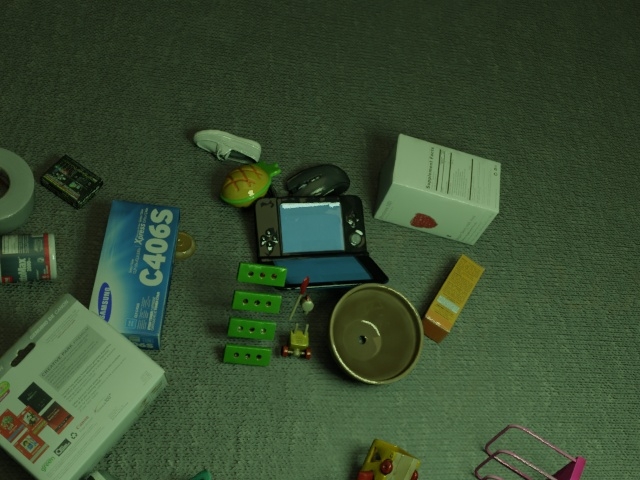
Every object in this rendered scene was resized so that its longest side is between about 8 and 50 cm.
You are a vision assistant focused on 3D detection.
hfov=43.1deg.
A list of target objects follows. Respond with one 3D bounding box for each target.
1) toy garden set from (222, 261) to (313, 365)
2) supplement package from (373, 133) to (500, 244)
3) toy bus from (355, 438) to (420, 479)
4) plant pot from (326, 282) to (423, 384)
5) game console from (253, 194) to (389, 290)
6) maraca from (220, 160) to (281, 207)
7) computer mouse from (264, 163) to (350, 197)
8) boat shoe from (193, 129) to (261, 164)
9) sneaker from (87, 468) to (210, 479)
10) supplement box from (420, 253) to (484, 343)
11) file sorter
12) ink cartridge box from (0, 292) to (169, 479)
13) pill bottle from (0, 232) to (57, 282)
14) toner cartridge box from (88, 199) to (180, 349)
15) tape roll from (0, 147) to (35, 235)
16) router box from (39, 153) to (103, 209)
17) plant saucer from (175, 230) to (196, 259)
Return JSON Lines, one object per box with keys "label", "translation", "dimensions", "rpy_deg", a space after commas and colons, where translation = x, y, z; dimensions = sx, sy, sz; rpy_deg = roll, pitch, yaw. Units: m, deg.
{"label": "toy garden set", "translation": [-0.108, 0.169, 1.864], "dimensions": [0.204, 0.244, 0.049], "rpy_deg": [7, 18, -15]}
{"label": "supplement package", "translation": [0.313, -0.134, 2.183], "dimensions": [0.293, 0.177, 0.175], "rpy_deg": [15, 56, -6]}
{"label": "toy bus", "translation": [0.126, 0.532, 1.752], "dimensions": [0.202, 0.191, 0.104], "rpy_deg": [-24, 25, -28]}
{"label": "plant pot", "translation": [0.117, 0.228, 1.923], "dimensions": [0.237, 0.110, 0.237], "rpy_deg": [5, 73, -17]}
{"label": "game console", "translation": [0.000, 0.000, 2.000], "dimensions": [0.293, 0.173, 0.250], "rpy_deg": [-2, 82, -19]}
{"label": "maraca", "translation": [-0.182, -0.152, 2.094], "dimensions": [0.127, 0.099, 0.185], "rpy_deg": [16, 46, 30]}
{"label": "computer mouse", "translation": [-0.016, -0.119, 2.148], "dimensions": [0.262, 0.060, 0.184], "rpy_deg": [-15, 63, -24]}
{"label": "boat shoe", "translation": [-0.250, -0.242, 2.162], "dimensions": [0.184, 0.066, 0.063], "rpy_deg": [15, 54, -18]}
{"label": "sneaker", "translation": [-0.304, 0.517, 1.621], "dimensions": [0.295, 0.124, 0.178], "rpy_deg": [41, 61, 2]}
{"label": "supplement box", "translation": [0.334, 0.147, 2.074], "dimensions": [0.080, 0.078, 0.233], "rpy_deg": [32, 56, 5]}
{"label": "file sorter", "translation": [0.408, 0.578, 1.751], "dimensions": [0.182, 0.202, 0.290], "rpy_deg": [30, 55, 8]}
{"label": "ink cartridge box", "translation": [-0.514, 0.310, 1.648], "dimensions": [0.272, 0.130, 0.309], "rpy_deg": [39, 71, 8]}
{"label": "pill bottle", "translation": [-0.689, 0.041, 1.821], "dimensions": [0.180, 0.108, 0.108], "rpy_deg": [-4, 60, -18]}
{"label": "toner cartridge box", "translation": [-0.431, 0.074, 1.886], "dimensions": [0.165, 0.075, 0.348], "rpy_deg": [5, 58, -5]}
{"label": "tape roll", "translation": [-0.789, -0.116, 1.913], "dimensions": [0.219, 0.072, 0.219], "rpy_deg": [8, 56, -12]}
{"label": "router box", "translation": [-0.614, -0.144, 2.002], "dimensions": [0.122, 0.038, 0.092], "rpy_deg": [34, 55, 7]}
{"label": "plant saucer", "translation": [-0.348, 0.008, 1.999], "dimensions": [0.083, 0.015, 0.083], "rpy_deg": [7, 57, -12]}
